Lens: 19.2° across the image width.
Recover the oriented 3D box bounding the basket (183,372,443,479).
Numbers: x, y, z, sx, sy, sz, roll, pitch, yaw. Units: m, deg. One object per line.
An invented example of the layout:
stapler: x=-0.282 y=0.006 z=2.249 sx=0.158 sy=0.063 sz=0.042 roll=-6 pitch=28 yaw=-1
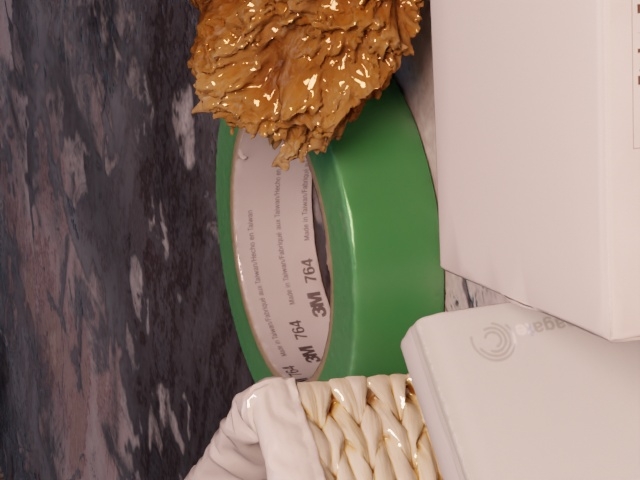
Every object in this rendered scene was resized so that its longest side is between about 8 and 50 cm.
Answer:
basket: x=0.074 y=0.276 z=1.161 sx=0.328 sy=0.266 sz=0.331 roll=118 pitch=141 yaw=-57

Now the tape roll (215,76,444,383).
tape roll: x=0.000 y=0.000 z=1.534 sx=0.321 sy=0.077 sz=0.321 roll=173 pitch=90 yaw=-70

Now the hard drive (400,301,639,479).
hard drive: x=0.179 y=0.166 z=0.932 sx=0.040 sy=0.203 sz=0.307 roll=116 pitch=142 yaw=-58

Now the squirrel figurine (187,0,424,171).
squirrel figurine: x=-0.004 y=-0.261 z=1.288 sx=0.370 sy=0.281 sz=0.397 roll=32 pitch=141 yaw=51

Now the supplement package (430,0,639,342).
supplement package: x=0.165 y=-0.120 z=0.912 sx=0.177 sy=0.175 sz=0.293 roll=-154 pitch=60 yaw=-64
